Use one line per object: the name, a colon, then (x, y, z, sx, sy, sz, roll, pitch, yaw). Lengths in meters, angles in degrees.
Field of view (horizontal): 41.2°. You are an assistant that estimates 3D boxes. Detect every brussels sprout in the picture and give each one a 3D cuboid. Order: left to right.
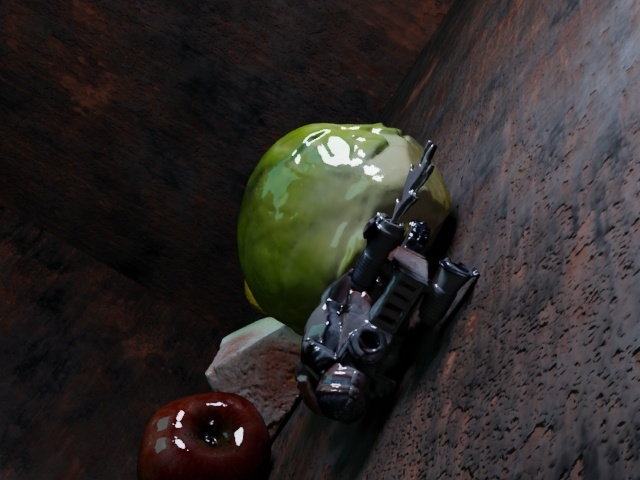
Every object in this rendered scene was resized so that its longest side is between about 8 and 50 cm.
brussels sprout: (0.033, -0.021, 1.232, 0.344, 0.268, 0.343, -11, 72, 38)

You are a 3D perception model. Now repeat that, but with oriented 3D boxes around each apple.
apple: (-0.198, 0.369, 1.422, 0.234, 0.234, 0.234, -59, 5, 8)

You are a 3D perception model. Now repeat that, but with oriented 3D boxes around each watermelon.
watermelon: (-0.087, 0.251, 1.594, 0.232, 0.193, 0.310, -41, 11, -24)

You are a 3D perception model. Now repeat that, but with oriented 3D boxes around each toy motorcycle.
toy motorcycle: (0.071, 0.071, 0.977, 0.401, 0.134, 0.207, -58, 5, 27)

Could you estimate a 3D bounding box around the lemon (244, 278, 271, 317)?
lemon: (-0.104, 0.107, 2.176, 0.186, 0.187, 0.244, -57, 0, 24)
